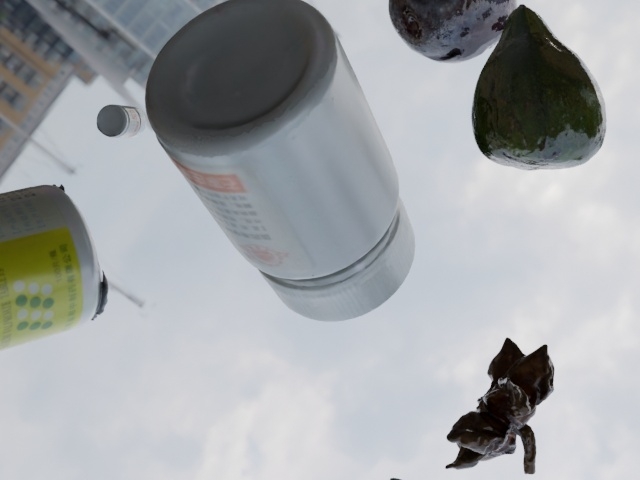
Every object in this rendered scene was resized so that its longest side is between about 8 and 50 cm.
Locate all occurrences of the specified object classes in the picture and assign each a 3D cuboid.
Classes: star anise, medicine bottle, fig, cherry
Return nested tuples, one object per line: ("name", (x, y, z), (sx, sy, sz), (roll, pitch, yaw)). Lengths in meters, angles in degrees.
("star anise", (0.240, 0.221, 1.409), (0.111, 0.212, 0.196), (16, -101, 22))
("medicine bottle", (-0.340, -0.203, 1.842), (0.057, 0.057, 0.089), (-45, 175, 12))
("medicine bottle", (-0.028, -0.076, 1.199), (0.211, 0.371, 0.211), (-10, -124, 15))
("fig", (0.199, -0.141, 0.980), (0.123, 0.123, 0.156), (-6, -101, 60))
("cherry", (0.191, -0.356, 1.611), (0.195, 0.195, 0.195), (-41, -156, 22))
("medicine bottle", (-0.501, 0.061, 1.441), (0.379, 0.213, 0.213), (-17, -178, -33))

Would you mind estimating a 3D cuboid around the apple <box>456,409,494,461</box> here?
("apple", (0.254, 0.303, 1.681), (0.084, 0.084, 0.071), (-35, 167, 33))

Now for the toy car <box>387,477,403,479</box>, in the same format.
("toy car", (0.168, 0.435, 1.739), (0.054, 0.143, 0.073), (50, 55, -69))
